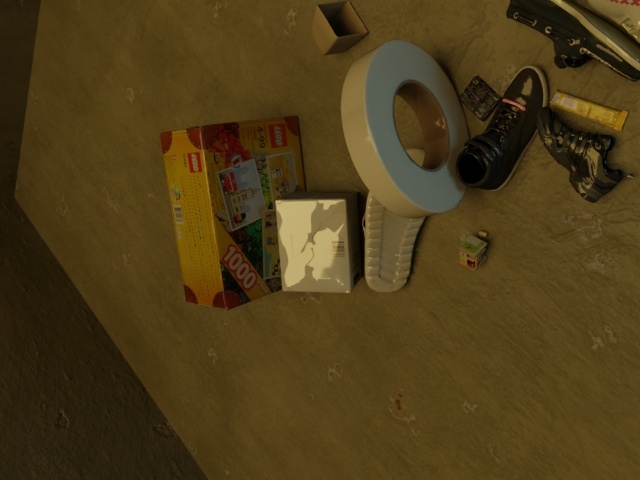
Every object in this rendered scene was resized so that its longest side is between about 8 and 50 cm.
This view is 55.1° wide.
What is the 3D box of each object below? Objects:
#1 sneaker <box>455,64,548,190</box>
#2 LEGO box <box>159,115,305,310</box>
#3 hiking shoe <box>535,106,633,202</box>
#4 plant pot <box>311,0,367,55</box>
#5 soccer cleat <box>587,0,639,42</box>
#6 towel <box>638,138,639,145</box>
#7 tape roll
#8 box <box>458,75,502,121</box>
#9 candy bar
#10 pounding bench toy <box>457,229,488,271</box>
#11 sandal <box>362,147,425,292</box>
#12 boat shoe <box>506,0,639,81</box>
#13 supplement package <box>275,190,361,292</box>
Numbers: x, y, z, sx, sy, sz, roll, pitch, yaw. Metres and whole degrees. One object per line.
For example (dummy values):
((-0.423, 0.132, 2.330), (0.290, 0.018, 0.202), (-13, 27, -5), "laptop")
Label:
((0.393, -0.234, 1.338), (0.104, 0.146, 0.296), (36, 123, 32), "sneaker")
((-0.229, -0.093, 1.802), (0.193, 0.372, 0.501), (4, 105, 42), "LEGO box")
((0.541, -0.196, 1.270), (0.114, 0.086, 0.227), (-36, 83, 29), "hiking shoe")
((0.037, -0.550, 1.610), (0.109, 0.109, 0.096), (61, 145, 10), "plant pot")
((0.619, -0.379, 1.094), (0.331, 0.116, 0.143), (28, 104, 32), "soccer cleat")
((0.666, -0.202, 1.188), (0.083, 0.009, 0.060), (26, 120, 35), "towel")
((0.200, -0.241, 1.350), (0.072, 0.392, 0.392), (-14, 93, 43), "tape roll")
((0.369, -0.328, 1.421), (0.083, 0.018, 0.067), (50, 130, 20), "box")
((0.550, -0.272, 1.269), (0.161, 0.018, 0.040), (32, 119, 33), "candy bar")
((0.380, 0.023, 1.497), (0.052, 0.083, 0.065), (32, 154, 35), "pounding bench toy")
((0.184, -0.056, 1.611), (0.102, 0.169, 0.417), (-105, 24, -61), "sandal")
((0.494, -0.398, 1.210), (0.340, 0.127, 0.113), (49, 131, 23), "boat shoe")
((0.000, 0.000, 1.728), (0.203, 0.145, 0.262), (0, 105, 17), "supplement package")
